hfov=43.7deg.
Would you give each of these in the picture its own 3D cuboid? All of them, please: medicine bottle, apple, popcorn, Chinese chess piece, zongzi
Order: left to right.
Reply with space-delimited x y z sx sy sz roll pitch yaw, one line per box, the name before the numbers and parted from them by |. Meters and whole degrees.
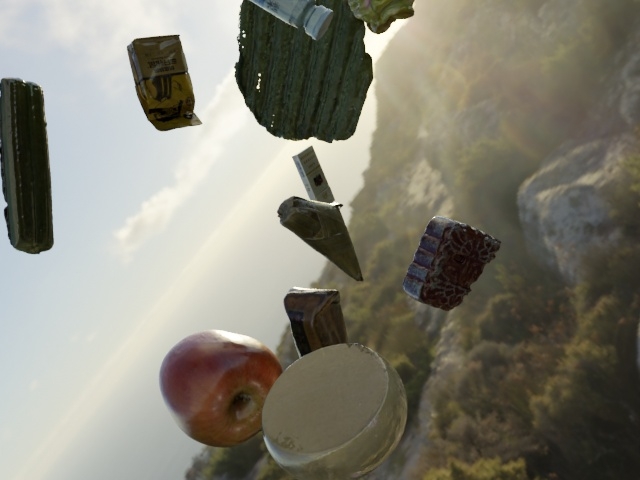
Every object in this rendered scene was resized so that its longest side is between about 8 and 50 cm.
apple | -0.203 0.287 1.622 0.242 0.242 0.241 -52 33 -3
medicine bottle | -0.073 -0.351 1.123 0.051 0.191 0.051 -56 -4 -6
zongzi | 0.000 0.000 1.552 0.160 0.176 0.078 6 -35 -45
Chinese chess piece | 0.024 0.306 1.424 0.273 0.102 0.273 -19 35 14
popcorn | 0.125 -0.473 1.527 0.145 0.126 0.126 -47 28 -2

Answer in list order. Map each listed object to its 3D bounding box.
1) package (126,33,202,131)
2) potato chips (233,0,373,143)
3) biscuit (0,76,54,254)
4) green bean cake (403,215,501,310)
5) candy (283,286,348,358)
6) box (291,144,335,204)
package | -0.212 -0.211 1.079 0.071 0.131 0.047 -18 4 -29
potato chips | -0.041 -0.437 1.942 0.070 0.358 0.429 -51 -26 -60
biscuit | -0.528 -0.136 1.438 0.038 0.322 0.099 -11 -8 30
green bean cake | 0.333 0.065 2.041 0.097 0.198 0.232 30 96 56
candy | 0.005 0.216 1.637 0.143 0.271 0.101 3 30 36
box | -0.018 -0.165 2.136 0.024 0.167 0.090 -15 16 33
